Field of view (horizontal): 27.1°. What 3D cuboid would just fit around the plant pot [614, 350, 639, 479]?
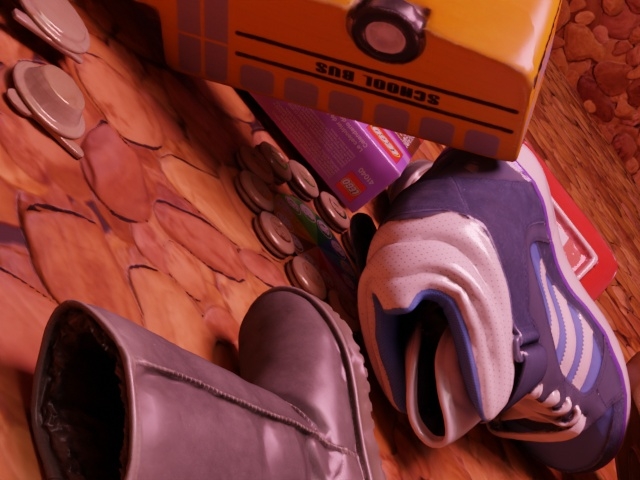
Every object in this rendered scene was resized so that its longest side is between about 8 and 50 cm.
[{"bbox_3d":[0.280,0.208,1.111,0.236,0.032,0.236,-9,90,-88],"label":"plant pot"}]

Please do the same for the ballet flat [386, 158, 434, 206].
[{"bbox_3d":[0.097,-0.042,1.245,0.068,0.072,0.213,30,8,24],"label":"ballet flat"}]

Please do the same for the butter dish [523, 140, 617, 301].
[{"bbox_3d":[0.157,0.019,1.196,0.160,0.118,0.160,-41,94,-28],"label":"butter dish"}]

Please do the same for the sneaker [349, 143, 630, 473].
[{"bbox_3d":[0.121,0.103,0.974,0.236,0.130,0.323,-54,129,-47],"label":"sneaker"}]

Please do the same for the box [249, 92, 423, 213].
[{"bbox_3d":[-0.029,-0.170,1.147,0.293,0.057,0.201,49,18,-4],"label":"box"}]

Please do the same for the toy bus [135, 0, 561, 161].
[{"bbox_3d":[-0.003,-0.168,0.938,0.130,0.332,0.108,93,16,-55],"label":"toy bus"}]

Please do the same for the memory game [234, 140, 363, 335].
[{"bbox_3d":[0.000,0.000,0.993,0.186,0.012,0.186,46,20,-22],"label":"memory game"}]

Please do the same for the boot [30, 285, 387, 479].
[{"bbox_3d":[-0.056,0.073,0.655,0.208,0.076,0.190,24,31,-43],"label":"boot"}]

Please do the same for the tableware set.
[{"bbox_3d":[-0.186,-0.129,0.768,0.141,0.020,0.169,39,22,-35],"label":"tableware set"}]
